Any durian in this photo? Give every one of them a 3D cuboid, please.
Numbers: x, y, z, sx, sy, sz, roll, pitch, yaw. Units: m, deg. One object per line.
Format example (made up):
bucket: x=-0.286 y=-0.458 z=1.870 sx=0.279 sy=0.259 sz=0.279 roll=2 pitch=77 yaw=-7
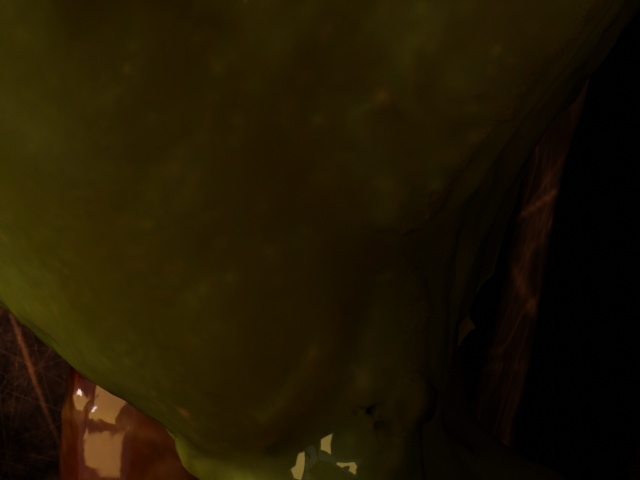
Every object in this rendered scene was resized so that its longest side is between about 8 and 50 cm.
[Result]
durian: x=-0.023 y=-0.092 z=0.412 sx=0.256 sy=0.340 sz=0.204 roll=-50 pitch=-6 yaw=22

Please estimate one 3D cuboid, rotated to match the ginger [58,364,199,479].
ginger: x=-0.022 y=-0.002 z=0.720 sx=0.357 sy=0.152 sz=0.274 roll=-89 pitch=13 yaw=-65
